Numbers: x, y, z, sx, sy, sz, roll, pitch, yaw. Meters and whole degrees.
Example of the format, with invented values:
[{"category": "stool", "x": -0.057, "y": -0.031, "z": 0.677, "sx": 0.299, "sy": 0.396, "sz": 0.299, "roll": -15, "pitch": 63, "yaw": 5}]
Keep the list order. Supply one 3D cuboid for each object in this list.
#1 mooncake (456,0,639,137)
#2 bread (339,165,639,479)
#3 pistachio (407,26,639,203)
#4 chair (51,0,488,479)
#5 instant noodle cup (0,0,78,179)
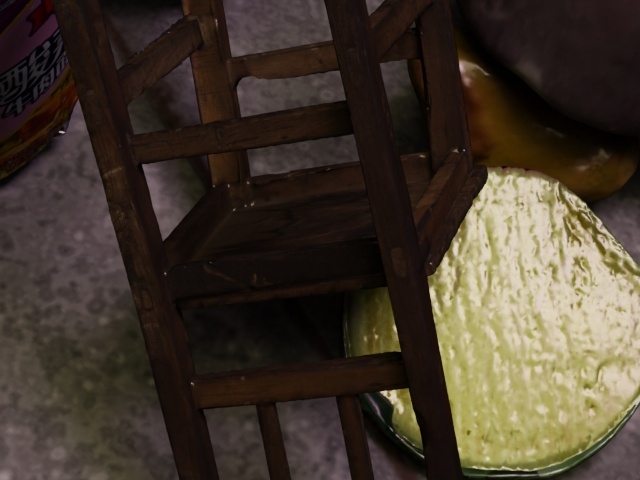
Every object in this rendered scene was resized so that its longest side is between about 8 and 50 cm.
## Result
[{"category": "mooncake", "x": 0.246, "y": -0.199, "z": 1.128, "sx": 0.306, "sy": 0.154, "sz": 0.306, "roll": 18, "pitch": 42, "yaw": -17}, {"category": "bread", "x": 0.126, "y": 0.060, "z": 1.075, "sx": 0.228, "sy": 0.033, "sz": 0.228, "roll": 0, "pitch": 72, "yaw": -1}, {"category": "pistachio", "x": 0.146, "y": -0.093, "z": 1.142, "sx": 0.189, "sy": 0.100, "sz": 0.110, "roll": 24, "pitch": 43, "yaw": -6}, {"category": "chair", "x": 0.000, "y": 0.000, "z": 0.996, "sx": 0.203, "sy": 0.416, "sz": 0.240, "roll": -8, "pitch": 18, "yaw": 15}, {"category": "instant noodle cup", "x": -0.292, "y": -0.194, "z": 1.005, "sx": 0.339, "sy": 0.266, "sz": 0.340, "roll": 2, "pitch": 62, "yaw": -4}]
